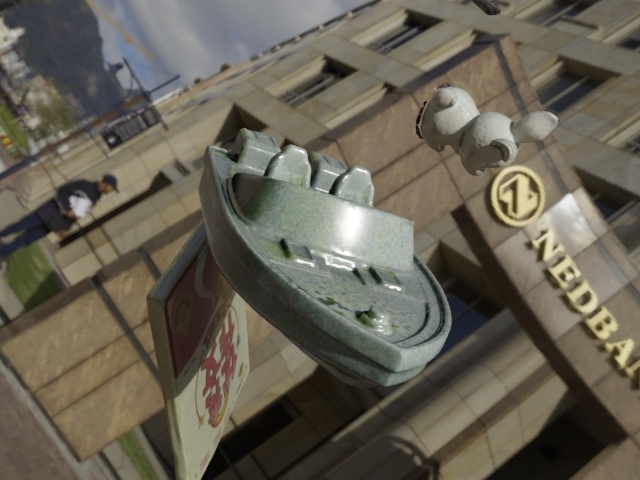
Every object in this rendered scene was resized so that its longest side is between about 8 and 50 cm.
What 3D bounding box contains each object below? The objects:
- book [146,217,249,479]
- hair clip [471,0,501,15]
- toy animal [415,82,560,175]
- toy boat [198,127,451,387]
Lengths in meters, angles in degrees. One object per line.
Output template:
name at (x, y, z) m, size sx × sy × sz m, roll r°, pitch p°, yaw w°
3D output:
book at (-0.101, 0.092, 0.638) m, size 0.022 × 0.162 × 0.232 m, roll 9°, pitch -54°, yaw 13°
hair clip at (0.211, -0.480, 1.238) m, size 0.292 × 0.085 × 0.106 m, roll 14°, pitch 8°, yaw -22°
toy animal at (0.161, -0.109, 0.707) m, size 0.124 × 0.071 × 0.085 m, roll 40°, pitch -23°, yaw 27°
toy boat at (0.000, 0.000, 0.452) m, size 0.141 × 0.092 × 0.319 m, roll 16°, pitch 17°, yaw -18°
